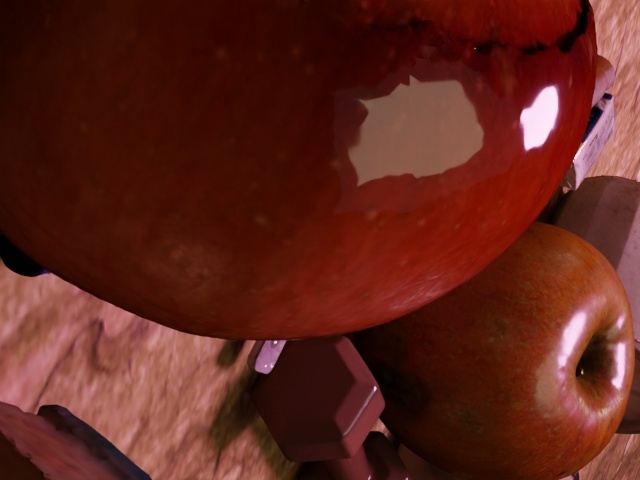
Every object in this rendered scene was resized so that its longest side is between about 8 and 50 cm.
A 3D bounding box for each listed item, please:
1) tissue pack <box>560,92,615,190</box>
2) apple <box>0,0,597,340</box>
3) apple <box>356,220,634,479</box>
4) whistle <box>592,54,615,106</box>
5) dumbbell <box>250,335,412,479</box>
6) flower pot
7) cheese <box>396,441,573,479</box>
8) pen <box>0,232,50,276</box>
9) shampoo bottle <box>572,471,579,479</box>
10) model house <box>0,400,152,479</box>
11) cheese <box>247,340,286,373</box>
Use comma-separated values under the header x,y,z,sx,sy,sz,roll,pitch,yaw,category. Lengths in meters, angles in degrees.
x,y,z,sx,sy,sz,roll,pitch,yaw,category
0.248,-0.098,1.299,0.083,0.042,0.062,-56,156,-19,tissue pack
-0.021,-0.076,0.544,0.206,0.251,0.272,-58,173,29,apple
0.137,0.091,1.100,0.237,0.207,0.237,-13,105,-55,apple
0.203,-0.104,1.189,0.220,0.057,0.107,-42,145,-45,whistle
0.014,0.155,1.020,0.082,0.092,0.231,-29,148,-5,dumbbell
0.285,0.060,1.352,0.203,0.212,0.212,-60,156,-29,flower pot
0.127,0.254,1.280,0.173,0.251,0.248,27,52,-53,cheese
-0.074,-0.014,0.748,0.269,0.033,0.033,-13,124,-60,pen
0.238,0.313,1.594,0.101,0.101,0.284,14,100,-65,shampoo bottle
-0.130,0.258,0.631,0.312,0.245,0.280,-55,148,-5,model house
0.000,0.000,0.901,0.192,0.037,0.097,-64,155,-3,cheese
